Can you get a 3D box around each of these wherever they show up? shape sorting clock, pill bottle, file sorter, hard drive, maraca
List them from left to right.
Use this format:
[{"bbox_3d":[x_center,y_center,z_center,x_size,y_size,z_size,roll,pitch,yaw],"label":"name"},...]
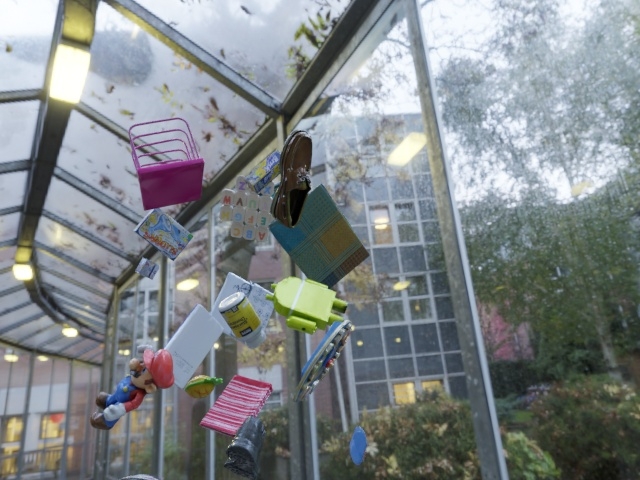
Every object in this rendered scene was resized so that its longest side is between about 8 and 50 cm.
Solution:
[{"bbox_3d":[-0.525,-0.256,1.553,0.201,0.183,0.291,-15,-14,-22],"label":"file sorter"},{"bbox_3d":[-0.580,0.470,2.032,0.040,0.319,0.210,12,-34,35],"label":"hard drive"},{"bbox_3d":[-0.530,0.658,2.078,0.185,0.099,0.127,-28,-31,21],"label":"maraca"},{"bbox_3d":[-0.263,0.277,1.575,0.103,0.184,0.103,-28,15,8],"label":"pill bottle"},{"bbox_3d":[0.009,0.260,0.982,0.040,0.206,0.206,29,-13,15],"label":"shape sorting clock"}]

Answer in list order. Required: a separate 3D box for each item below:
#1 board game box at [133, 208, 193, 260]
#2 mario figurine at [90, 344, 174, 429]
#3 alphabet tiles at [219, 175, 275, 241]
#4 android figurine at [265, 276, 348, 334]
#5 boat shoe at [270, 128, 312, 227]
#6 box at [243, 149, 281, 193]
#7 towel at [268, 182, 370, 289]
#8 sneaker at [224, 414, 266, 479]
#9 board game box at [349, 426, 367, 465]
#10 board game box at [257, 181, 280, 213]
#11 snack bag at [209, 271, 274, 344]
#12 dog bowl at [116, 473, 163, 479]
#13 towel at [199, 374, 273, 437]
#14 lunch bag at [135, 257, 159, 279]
[{"bbox_3d":[-0.642,-0.028,1.884,0.201,0.136,0.035,45,-18,-32],"label":"board game box"},{"bbox_3d":[-0.613,0.450,1.462,0.320,0.198,0.170,-40,-25,8],"label":"mario figurine"},{"bbox_3d":[-0.303,-0.138,2.030,0.283,0.278,0.021,9,12,-1],"label":"alphabet tiles"},{"bbox_3d":[-0.047,0.210,1.537,0.272,0.248,0.056,18,-58,1],"label":"android figurine"},{"bbox_3d":[-0.069,-0.187,1.437,0.110,0.104,0.308,-6,-60,-36],"label":"boat shoe"},{"bbox_3d":[-0.195,-0.251,1.667,0.169,0.059,0.054,-43,-28,-17],"label":"box"},{"bbox_3d":[0.000,0.000,1.807,0.271,0.370,0.040,-38,21,-5],"label":"towel"},{"bbox_3d":[-0.208,0.607,1.339,0.108,0.130,0.286,23,-42,2],"label":"sneaker"},{"bbox_3d":[0.192,0.977,2.184,0.033,0.169,0.133,12,13,-22],"label":"board game box"},{"bbox_3d":[-0.232,-0.202,2.205,0.186,0.026,0.126,-28,-49,-14],"label":"board game box"},{"bbox_3d":[-0.420,0.372,2.481,0.342,0.323,0.037,35,-26,-27],"label":"snack bag"},{"bbox_3d":[-0.710,1.093,1.744,0.407,0.409,0.150,-4,-7,-5],"label":"dog bowl"},{"bbox_3d":[-0.336,0.668,1.866,0.198,0.275,0.031,8,-58,21],"label":"towel"},{"bbox_3d":[-0.735,0.123,1.961,0.053,0.071,0.083,14,-20,40],"label":"lunch bag"}]
